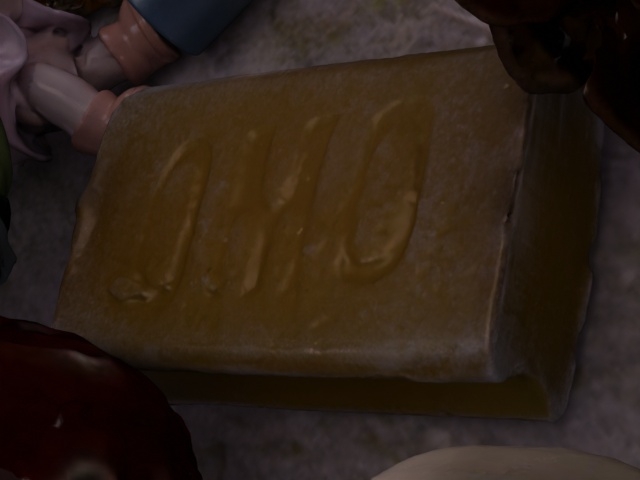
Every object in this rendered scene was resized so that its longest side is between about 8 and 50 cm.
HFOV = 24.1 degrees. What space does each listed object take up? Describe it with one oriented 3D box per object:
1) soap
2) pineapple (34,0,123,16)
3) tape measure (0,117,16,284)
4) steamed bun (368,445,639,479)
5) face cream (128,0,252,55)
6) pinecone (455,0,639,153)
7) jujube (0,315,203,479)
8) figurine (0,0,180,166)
[{"bbox_3d":[0.000,0.000,0.751,0.274,0.089,0.173,-3,66,37],"label":"soap"},{"bbox_3d":[-0.129,-0.229,0.979,0.233,0.079,0.135,-53,48,4],"label":"pineapple"},{"bbox_3d":[-0.254,-0.028,0.812,0.175,0.106,0.200,-27,70,-24],"label":"tape measure"},{"bbox_3d":[0.127,0.224,0.421,0.352,0.247,0.339,-11,77,25],"label":"steamed bun"},{"bbox_3d":[-0.013,-0.222,0.880,0.250,0.077,0.077,-45,47,11],"label":"face cream"},{"bbox_3d":[0.181,-0.178,0.586,0.296,0.242,0.298,4,72,45],"label":"pinecone"},{"bbox_3d":[-0.190,0.222,0.687,0.258,0.258,0.377,21,95,43],"label":"jujube"},{"bbox_3d":[-0.227,-0.104,0.942,0.275,0.200,0.133,6,87,14],"label":"figurine"}]
